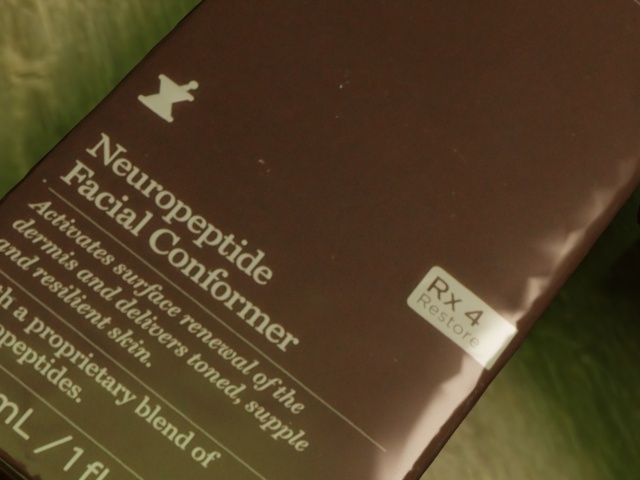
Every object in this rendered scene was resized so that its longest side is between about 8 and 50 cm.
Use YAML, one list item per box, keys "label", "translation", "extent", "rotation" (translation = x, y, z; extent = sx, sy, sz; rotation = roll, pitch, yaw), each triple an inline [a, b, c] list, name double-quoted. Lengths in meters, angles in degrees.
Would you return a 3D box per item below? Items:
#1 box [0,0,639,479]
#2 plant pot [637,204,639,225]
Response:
- label: "box"
  translation: [0.000, 0.000, 0.770]
  extent: [0.191, 0.143, 0.381]
  rotation: [37, 57, 5]
- label: "plant pot"
  translation: [0.299, 0.004, 0.793]
  extent: [0.265, 0.272, 0.272]
  rotation: [42, 59, 14]
